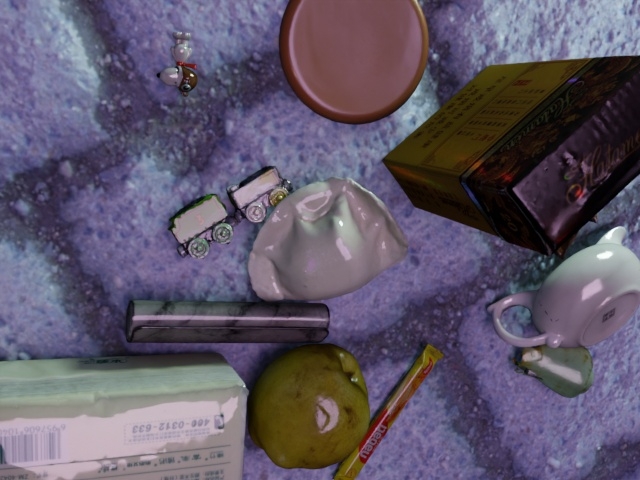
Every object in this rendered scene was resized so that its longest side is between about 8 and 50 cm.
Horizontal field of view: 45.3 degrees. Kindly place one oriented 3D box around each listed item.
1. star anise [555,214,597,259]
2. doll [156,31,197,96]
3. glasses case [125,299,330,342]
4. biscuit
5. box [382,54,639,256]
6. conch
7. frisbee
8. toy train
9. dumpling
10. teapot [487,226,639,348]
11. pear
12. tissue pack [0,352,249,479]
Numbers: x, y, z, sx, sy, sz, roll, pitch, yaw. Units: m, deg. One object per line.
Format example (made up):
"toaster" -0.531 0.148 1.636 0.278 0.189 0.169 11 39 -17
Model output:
"star anise" 0.384 -0.093 1.313 0.214 0.099 0.220 33 95 -7
"doll" -0.200 -0.257 1.115 0.058 0.040 0.085 23 93 -11
"glasses case" -0.141 0.126 1.173 0.299 0.114 0.060 2 73 -18
"biscuit" 0.116 0.305 1.332 0.048 0.026 0.292 37 88 -40
"box" 0.280 -0.137 1.093 0.264 0.415 0.116 -40 110 -7
"conch" 0.432 0.223 1.398 0.170 0.079 0.106 23 79 -17
"frisbee" 0.057 -0.307 1.200 0.250 0.021 0.251 -3 100 -17
"toy train" -0.137 -0.048 1.163 0.202 0.060 0.081 -33 103 -12
"dumpling" 0.000 0.000 1.178 0.252 0.131 0.179 -19 117 9
"teapot" 0.442 0.096 1.338 0.299 0.208 0.166 -21 62 -4
"pear" -0.015 0.258 1.193 0.200 0.200 0.200 -3 101 -18
"tissue pack" -0.307 0.325 1.098 0.380 0.207 0.297 2 98 -19
